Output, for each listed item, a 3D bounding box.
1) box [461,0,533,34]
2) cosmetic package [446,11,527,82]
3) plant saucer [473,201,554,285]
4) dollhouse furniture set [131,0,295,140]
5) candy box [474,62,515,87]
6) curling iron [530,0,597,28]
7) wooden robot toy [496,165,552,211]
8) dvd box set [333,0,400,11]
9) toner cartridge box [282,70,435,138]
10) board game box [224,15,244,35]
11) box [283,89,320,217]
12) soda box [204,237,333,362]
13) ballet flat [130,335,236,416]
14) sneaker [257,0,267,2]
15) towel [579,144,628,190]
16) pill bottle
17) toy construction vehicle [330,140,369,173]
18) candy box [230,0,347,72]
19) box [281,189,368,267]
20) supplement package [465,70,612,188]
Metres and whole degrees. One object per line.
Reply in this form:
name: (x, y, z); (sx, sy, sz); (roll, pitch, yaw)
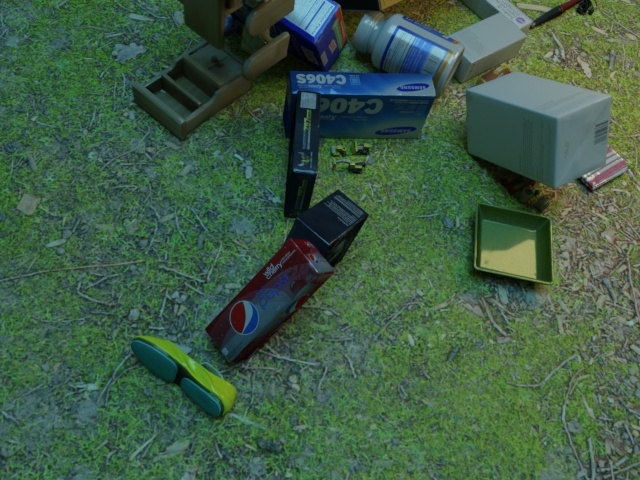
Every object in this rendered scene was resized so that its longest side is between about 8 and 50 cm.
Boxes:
box: (0.489, -0.719, 1.943); (0.063, 0.067, 0.324); (-33, 69, -24)
cosmetic package: (0.453, -0.544, 1.825); (0.231, 0.085, 0.117); (-28, 68, -25)
plant saucer: (0.444, 0.015, 1.516); (0.188, 0.045, 0.188); (12, 59, -2)
dollhouse furniture set: (-0.289, -0.465, 1.471); (0.362, 0.394, 0.256); (39, 62, 13)
candy box: (0.523, -0.391, 1.764); (0.109, 0.053, 0.186); (-34, 69, -24)
curling iron: (0.745, -0.701, 1.992); (0.274, 0.035, 0.068); (-23, 66, -21)
wooden robot toy: (0.505, -0.154, 1.606); (0.076, 0.079, 0.173); (-25, 66, -22)
dvd box set: (0.212, -0.746, 1.824); (0.420, 0.062, 0.307); (-34, 35, -26)
toner cartridge box: (0.089, -0.328, 1.589); (0.348, 0.165, 0.075); (-2, 61, -10)
board game box: (-0.269, -0.601, 1.773); (0.090, 0.020, 0.090); (-35, 72, -25)
box: (-0.042, -0.194, 1.476); (0.059, 0.183, 0.232); (6, 60, -5)
soda box: (-0.099, 0.116, 1.256); (0.263, 0.083, 0.092); (-46, 71, 16)
ballet flat: (-0.258, 0.249, 1.254); (0.231, 0.077, 0.077); (36, 39, 8)
sneaker: (-0.126, -0.588, 1.293); (0.161, 0.102, 0.282); (12, 69, -11)
towel: (0.697, -0.228, 1.714); (0.144, 0.029, 0.197); (-27, 65, -22)
pill bottle: (0.229, -0.505, 1.723); (0.272, 0.152, 0.152); (29, 59, 9)
toy construction vehicle: (0.076, -0.210, 1.592); (0.098, 0.035, 0.086); (4, 59, -7)
candy box: (-0.097, -0.575, 1.626); (0.317, 0.268, 0.122); (35, 92, 5)
box: (0.000, 0.000, 1.363); (0.093, 0.156, 0.158); (40, 43, 13)
supplement package: (0.510, -0.273, 1.549); (0.175, 0.177, 0.293); (-24, 35, -21)
